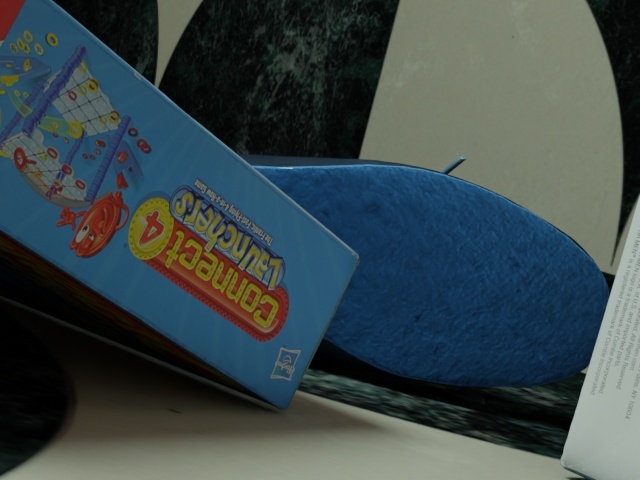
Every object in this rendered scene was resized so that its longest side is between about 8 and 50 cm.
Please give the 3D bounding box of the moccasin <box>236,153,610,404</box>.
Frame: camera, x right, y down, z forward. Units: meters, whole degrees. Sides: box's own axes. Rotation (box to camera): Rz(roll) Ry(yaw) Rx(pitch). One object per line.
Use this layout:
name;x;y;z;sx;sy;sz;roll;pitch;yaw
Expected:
moccasin;0.000;0.000;1.064;0.342;0.137;0.117;15;0;1

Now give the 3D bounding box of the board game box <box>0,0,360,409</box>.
board game box;-0.184;-0.051;0.838;0.302;0.086;0.308;18;-13;37

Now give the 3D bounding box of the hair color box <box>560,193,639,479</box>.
hair color box;0.283;0.076;0.785;0.105;0.174;0.347;12;6;-42
